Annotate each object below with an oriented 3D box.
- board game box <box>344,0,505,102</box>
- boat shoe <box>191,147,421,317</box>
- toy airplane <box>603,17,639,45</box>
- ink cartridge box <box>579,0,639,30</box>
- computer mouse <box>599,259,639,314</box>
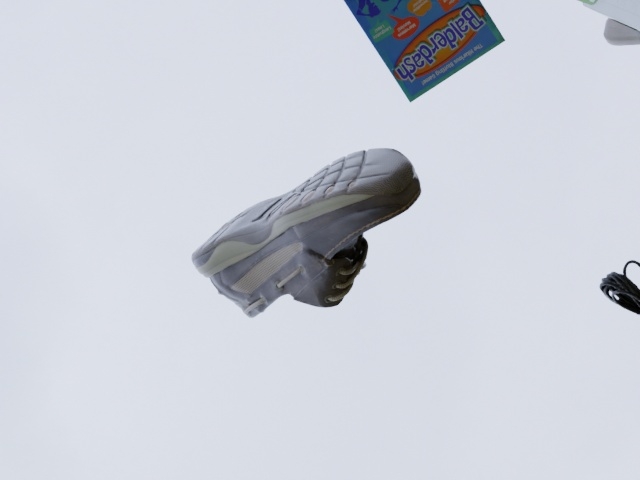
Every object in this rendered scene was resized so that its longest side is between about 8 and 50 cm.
[{"bbox_3d":[0.134,-0.323,1.879,0.160,0.047,0.210,-34,-80,8],"label":"board game box"},{"bbox_3d":[0.000,0.000,1.531,0.132,0.355,0.130,-44,-76,-37],"label":"boat shoe"},{"bbox_3d":[0.507,-0.446,1.971,0.384,0.272,0.386,-26,-50,-41],"label":"toy airplane"},{"bbox_3d":[0.367,-0.294,1.528,0.062,0.209,0.109,19,-77,-29],"label":"ink cartridge box"},{"bbox_3d":[0.536,0.040,1.877,0.188,0.272,0.072,29,-144,-10],"label":"computer mouse"}]
